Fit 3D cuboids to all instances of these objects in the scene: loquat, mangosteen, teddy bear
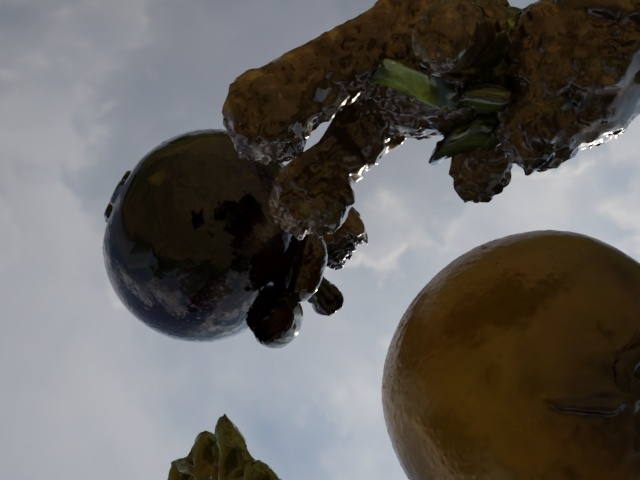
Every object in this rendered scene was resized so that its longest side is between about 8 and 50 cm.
[{"bbox_3d":[0.210,0.159,0.970,0.328,0.359,0.328,6,-105,-24],"label":"loquat"},{"bbox_3d":[-0.093,0.008,1.011,0.265,0.228,0.228,25,-142,-7],"label":"mangosteen"},{"bbox_3d":[0.105,-0.095,0.784,0.296,0.246,0.222,-43,-125,-10],"label":"teddy bear"}]

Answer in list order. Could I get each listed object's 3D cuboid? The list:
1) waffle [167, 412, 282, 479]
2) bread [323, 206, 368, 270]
[{"bbox_3d":[-0.065,0.280,0.813,0.054,0.204,0.223,-4,-135,-51],"label":"waffle"},{"bbox_3d":[0.000,0.000,1.137,0.113,0.060,0.082,-36,-124,9],"label":"bread"}]
